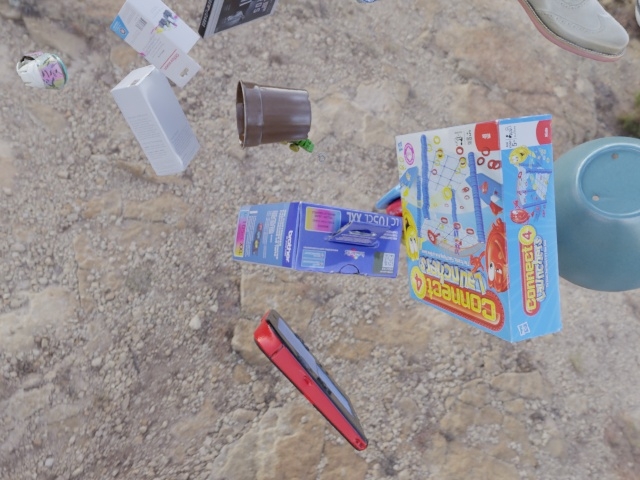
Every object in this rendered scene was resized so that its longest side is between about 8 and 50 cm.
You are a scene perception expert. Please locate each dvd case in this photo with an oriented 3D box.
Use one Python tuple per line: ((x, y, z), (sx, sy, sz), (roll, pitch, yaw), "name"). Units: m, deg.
((-0.181, -0.594, 1.328), (0.238, 0.179, 0.030), (-35, 84, -33), "dvd case")

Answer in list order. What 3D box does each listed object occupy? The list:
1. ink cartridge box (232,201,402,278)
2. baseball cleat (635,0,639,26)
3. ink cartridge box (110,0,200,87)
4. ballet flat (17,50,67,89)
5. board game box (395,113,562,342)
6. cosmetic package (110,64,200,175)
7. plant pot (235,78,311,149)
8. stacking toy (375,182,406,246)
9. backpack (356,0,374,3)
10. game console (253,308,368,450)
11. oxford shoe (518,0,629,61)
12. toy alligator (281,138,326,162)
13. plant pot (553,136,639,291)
((0.000, 0.000, 1.259), (0.269, 0.395, 0.151), (6, 90, -30), "ink cartridge box")
((0.490, -0.411, 0.780), (0.109, 0.072, 0.206), (-12, 98, -64), "baseball cleat")
((-0.324, -0.414, 1.123), (0.181, 0.104, 0.062), (40, 56, -23), "ink cartridge box")
((-0.596, -0.359, 1.155), (0.079, 0.077, 0.221), (-21, 32, -27), "ballet flat")
((0.236, -0.030, 0.870), (0.086, 0.308, 0.302), (-9, 99, -17), "board game box")
((-0.382, -0.280, 1.286), (0.117, 0.085, 0.231), (-73, 149, -48), "cosmetic package")
((-0.115, -0.306, 1.333), (0.165, 0.167, 0.167), (-4, 62, -16), "plant pot")
((0.256, 0.011, 1.269), (0.175, 0.166, 0.302), (-12, 80, -15), "stacking toy")
((0.148, -0.718, 1.516), (0.114, 0.084, 0.105), (-31, 121, -13), "backpack")
((-0.023, 0.313, 1.311), (0.060, 0.386, 0.342), (-44, 90, -3), "game console")
((0.534, -0.549, 1.200), (0.397, 0.146, 0.140), (36, 59, -1), "oxford shoe")
((-0.050, -0.263, 1.452), (0.189, 0.051, 0.056), (28, 80, -26), "toy alligator")
((0.526, -0.070, 0.981), (0.195, 0.290, 0.290), (40, 29, -63), "plant pot")
